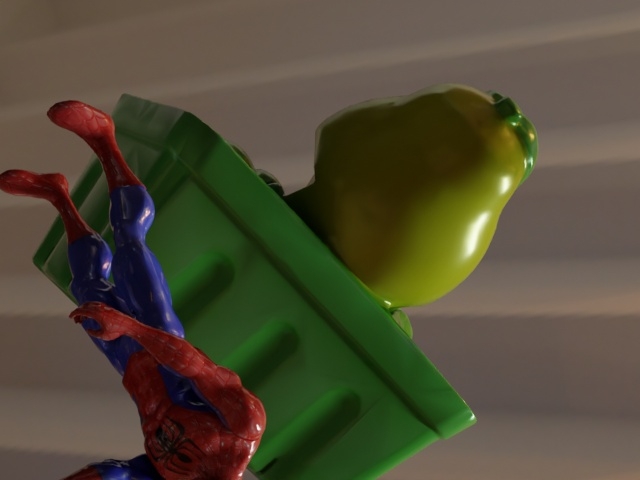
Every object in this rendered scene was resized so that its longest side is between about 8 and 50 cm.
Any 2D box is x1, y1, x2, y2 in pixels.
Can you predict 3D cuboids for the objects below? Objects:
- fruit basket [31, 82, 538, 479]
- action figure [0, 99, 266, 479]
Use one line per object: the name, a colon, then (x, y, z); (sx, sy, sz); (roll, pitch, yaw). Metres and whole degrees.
fruit basket: (0.000, 0.000, 1.306); (0.392, 0.392, 0.283); (-16, -165, -19)
action figure: (-0.124, 0.046, 0.824); (0.139, 0.280, 0.091); (6, 133, -48)
